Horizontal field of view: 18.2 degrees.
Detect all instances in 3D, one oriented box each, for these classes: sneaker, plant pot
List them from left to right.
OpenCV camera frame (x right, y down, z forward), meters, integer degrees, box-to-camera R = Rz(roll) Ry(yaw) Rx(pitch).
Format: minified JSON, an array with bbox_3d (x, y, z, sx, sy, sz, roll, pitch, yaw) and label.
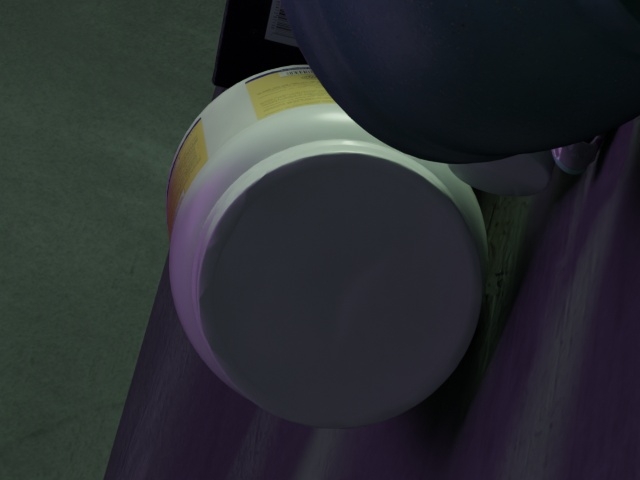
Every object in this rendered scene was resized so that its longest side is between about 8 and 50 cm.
[{"bbox_3d":[0.143,-0.189,1.134,0.196,0.293,0.293,3,71,53],"label":"plant pot"},{"bbox_3d":[0.184,-0.094,1.312,0.069,0.038,0.098,144,145,-75],"label":"sneaker"}]

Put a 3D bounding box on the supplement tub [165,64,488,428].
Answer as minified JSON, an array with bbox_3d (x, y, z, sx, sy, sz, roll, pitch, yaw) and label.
[{"bbox_3d":[0.000,0.000,1.554,0.331,0.241,0.241,-110,41,-76],"label":"supplement tub"}]

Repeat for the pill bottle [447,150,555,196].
[{"bbox_3d":[0.145,-0.128,1.411,0.103,0.103,0.184,129,159,-64],"label":"pill bottle"}]

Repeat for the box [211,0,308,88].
[{"bbox_3d":[0.008,-0.378,2.344,0.343,0.179,0.312,106,177,-58],"label":"box"}]
